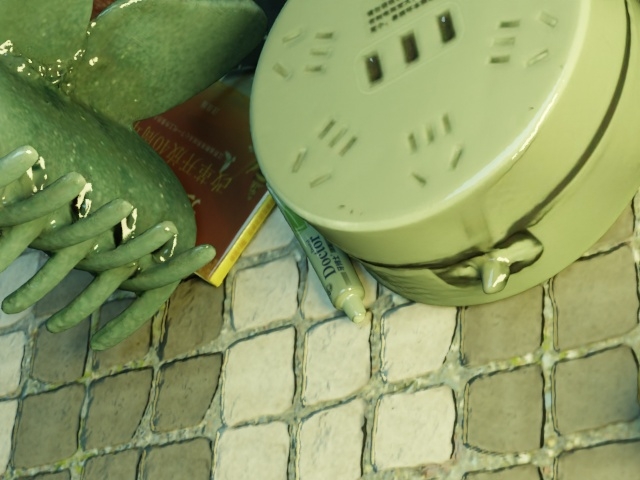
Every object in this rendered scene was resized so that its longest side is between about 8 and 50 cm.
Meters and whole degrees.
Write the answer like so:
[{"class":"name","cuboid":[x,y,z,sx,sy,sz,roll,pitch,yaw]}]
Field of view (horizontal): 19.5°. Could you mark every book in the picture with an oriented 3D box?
[{"class":"book","cuboid":[-0.074,-0.160,1.834,0.262,0.028,0.374,32,86,43]}]

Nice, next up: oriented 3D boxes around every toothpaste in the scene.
[{"class":"toothpaste","cuboid":[0.000,0.000,1.669,0.048,0.029,0.197,-34,50,9]}]

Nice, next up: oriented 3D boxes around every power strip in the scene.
[{"class":"power strip","cuboid":[0.115,-0.117,1.562,0.358,0.161,0.357,-19,54,28]}]

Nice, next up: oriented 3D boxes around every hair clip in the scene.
[{"class":"hair clip","cuboid":[-0.249,-0.073,1.688,0.392,0.318,0.238,-31,55,22]}]

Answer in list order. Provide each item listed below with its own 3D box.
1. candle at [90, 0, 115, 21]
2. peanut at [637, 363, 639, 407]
[{"class":"candle","cuboid":[-0.290,-0.337,2.044,0.287,0.131,0.317,-45,44,11]},{"class":"peanut","cuboid":[0.343,0.073,1.296,0.253,0.122,0.137,-16,45,27]}]
